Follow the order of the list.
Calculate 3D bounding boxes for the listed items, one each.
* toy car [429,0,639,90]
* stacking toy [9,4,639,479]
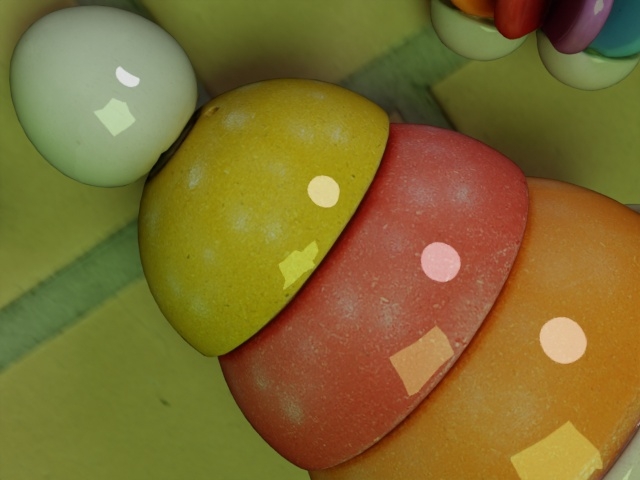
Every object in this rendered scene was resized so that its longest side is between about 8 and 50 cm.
[{"bbox_3d":[0.163,-0.180,0.834,0.182,0.136,0.159,16,117,-2],"label":"toy car"},{"bbox_3d":[0.000,0.000,0.856,0.480,0.350,0.350,38,105,-17],"label":"stacking toy"}]
